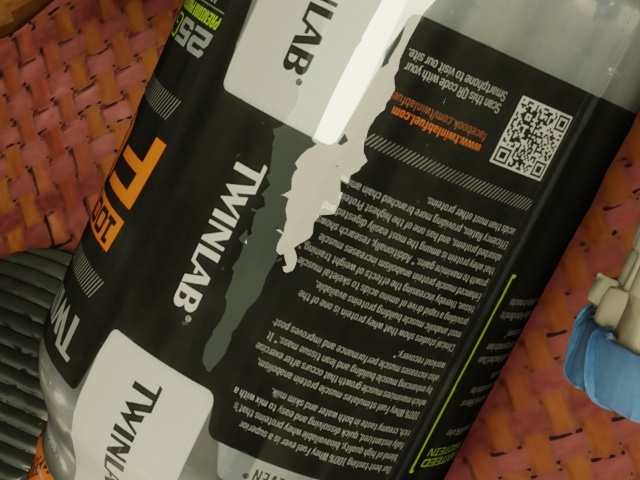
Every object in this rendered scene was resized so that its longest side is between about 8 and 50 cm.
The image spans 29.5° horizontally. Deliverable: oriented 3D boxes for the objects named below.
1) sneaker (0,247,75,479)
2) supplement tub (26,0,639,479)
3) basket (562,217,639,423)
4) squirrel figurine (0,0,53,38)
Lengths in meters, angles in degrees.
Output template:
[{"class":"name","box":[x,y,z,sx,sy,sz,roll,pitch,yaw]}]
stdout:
[{"class":"sneaker","box":[-0.206,0.161,0.679,0.122,0.146,0.330,24,76,16]},{"class":"supplement tub","box":[0.000,0.000,0.533,0.194,0.194,0.316,30,102,22]},{"class":"basket","box":[0.178,0.065,0.395,0.201,0.255,0.288,18,98,12]},{"class":"squirrel figurine","box":[-0.183,-0.283,0.486,0.370,0.281,0.397,38,109,27]}]
